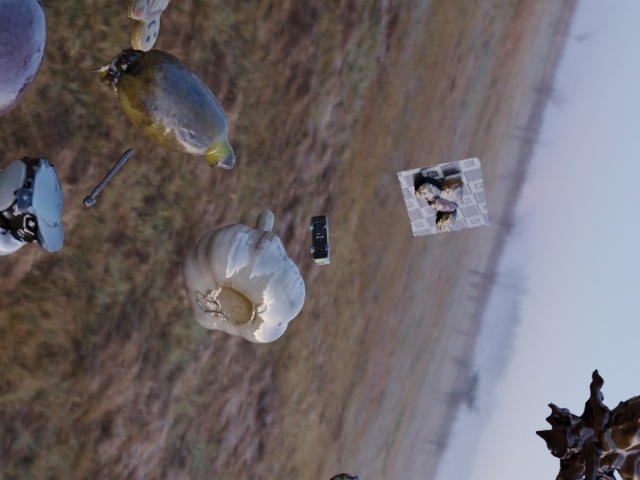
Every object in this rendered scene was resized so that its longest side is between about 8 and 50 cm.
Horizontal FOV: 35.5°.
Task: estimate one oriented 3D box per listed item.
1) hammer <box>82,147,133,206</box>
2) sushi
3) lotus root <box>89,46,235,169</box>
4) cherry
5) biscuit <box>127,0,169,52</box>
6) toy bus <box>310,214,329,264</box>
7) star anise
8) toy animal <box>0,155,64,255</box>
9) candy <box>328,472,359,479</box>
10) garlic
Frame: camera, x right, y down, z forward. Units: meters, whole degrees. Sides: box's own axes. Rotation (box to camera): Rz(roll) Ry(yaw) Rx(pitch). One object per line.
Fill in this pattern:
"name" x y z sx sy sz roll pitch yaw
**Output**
"hammer" -0.510 -0.154 2.403 0.178 0.021 0.065 -52 -177 -1
"sushi" 0.214 -0.057 1.698 0.201 0.139 0.031 67 16 -53
"lotus root" -0.270 -0.251 1.857 0.141 0.314 0.169 -43 -161 18
"cherry" -0.327 -0.186 0.887 0.140 0.176 0.176 -37 144 -48
"biscuit" -0.336 -0.485 1.986 0.153 0.030 0.234 -45 153 -59
"toy bus" 0.000 0.000 1.656 0.037 0.031 0.083 76 10 -60
"star anise" 0.420 0.344 1.482 0.346 0.237 0.148 -52 180 -7
"toy animal" -0.513 -0.044 1.646 0.138 0.179 0.166 54 32 -42
"candy" 0.048 0.550 1.831 0.288 0.078 0.084 -92 -158 -53
"garlic" -0.106 0.037 1.561 0.226 0.199 0.199 -67 168 -50
